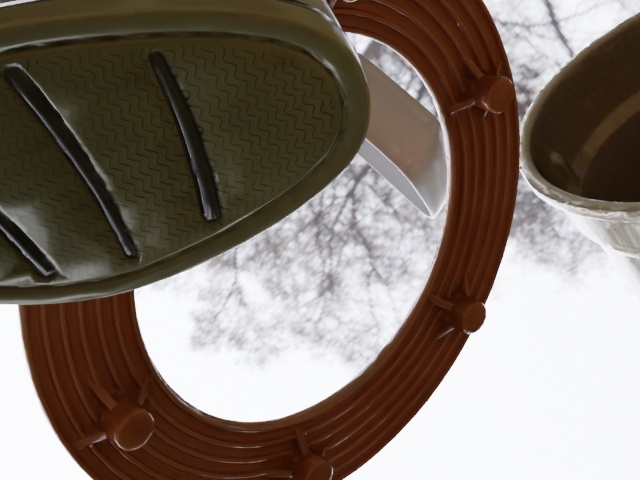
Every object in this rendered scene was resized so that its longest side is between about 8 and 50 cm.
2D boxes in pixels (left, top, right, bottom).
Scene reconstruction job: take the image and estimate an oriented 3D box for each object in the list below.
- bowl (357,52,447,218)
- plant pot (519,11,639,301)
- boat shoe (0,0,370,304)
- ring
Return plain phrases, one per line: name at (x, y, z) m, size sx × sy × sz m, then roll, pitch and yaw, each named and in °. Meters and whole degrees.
bowl at (0.051, -0.091, 0.906) m, size 0.142 × 0.142 × 0.053 m, roll 42°, pitch -91°, yaw 21°
plant pot at (0.370, -0.011, 0.906) m, size 0.334 × 0.333 × 0.305 m, roll -49°, pitch -59°, yaw -33°
boat shoe at (-0.134, -0.036, 0.390) m, size 0.302 × 0.113 × 0.103 m, roll -16°, pitch -139°, yaw 9°
ring at (0.000, 0.000, 0.602) m, size 0.336 × 0.032 × 0.337 m, roll -19°, pitch -60°, yaw -36°
